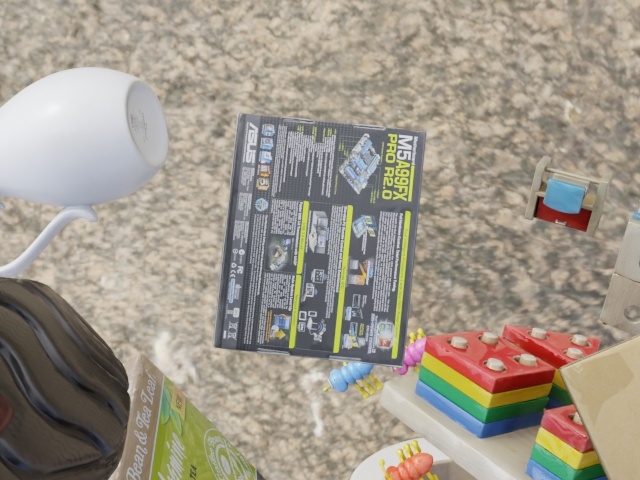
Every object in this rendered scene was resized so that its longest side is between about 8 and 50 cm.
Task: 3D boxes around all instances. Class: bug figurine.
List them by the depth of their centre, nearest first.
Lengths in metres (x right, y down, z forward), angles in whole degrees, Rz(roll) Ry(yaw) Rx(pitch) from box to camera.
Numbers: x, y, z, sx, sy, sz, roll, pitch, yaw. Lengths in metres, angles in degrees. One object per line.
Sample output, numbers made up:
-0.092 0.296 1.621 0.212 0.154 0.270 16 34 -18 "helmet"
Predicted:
0.137 0.271 1.411 0.216 0.072 0.279 -37 64 10 "bug figurine"

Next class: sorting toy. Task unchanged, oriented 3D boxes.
0.238 0.161 0.808 0.257 0.256 0.089 30 113 48 "sorting toy"

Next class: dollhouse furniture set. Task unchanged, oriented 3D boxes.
0.315 0.004 0.968 0.184 0.129 0.128 18 120 21 "dollhouse furniture set"

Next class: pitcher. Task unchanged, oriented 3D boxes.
-0.248 -0.062 0.793 0.207 0.125 0.177 -10 88 16 "pitcher"

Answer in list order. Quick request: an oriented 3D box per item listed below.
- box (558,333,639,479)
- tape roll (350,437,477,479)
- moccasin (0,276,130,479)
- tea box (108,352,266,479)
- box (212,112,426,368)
0.293 0.157 0.634 0.165 0.021 0.201 -23 81 1 "box"
0.238 0.442 1.412 0.392 0.392 0.072 5 106 25 "tape roll"
-0.185 0.132 0.369 0.147 0.380 0.139 -37 110 16 "moccasin"
-0.173 0.354 0.838 0.220 0.329 0.323 -34 114 10 "tea box"
0.000 0.000 0.972 0.216 0.060 0.269 5 87 1 "box"
